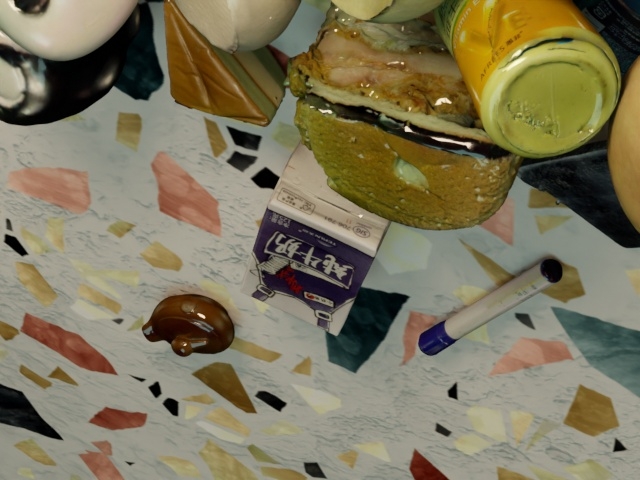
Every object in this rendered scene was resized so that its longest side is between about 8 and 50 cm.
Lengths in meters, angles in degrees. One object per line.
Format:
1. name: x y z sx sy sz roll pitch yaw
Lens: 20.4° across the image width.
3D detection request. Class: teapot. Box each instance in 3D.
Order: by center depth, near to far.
1. teapot: -0.175 0.119 2.339 0.129 0.078 0.098 3 140 32

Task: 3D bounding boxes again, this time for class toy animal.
1. toy animal: -0.279 -0.252 1.779 0.212 0.212 0.267 22 150 6

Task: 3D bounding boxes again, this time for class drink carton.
1. drink carton: -0.001 0.000 2.042 0.134 0.102 0.222 23 149 0

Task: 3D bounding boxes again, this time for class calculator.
1. calculator: 0.303 -0.043 1.767 0.161 0.021 0.261 35 168 -14

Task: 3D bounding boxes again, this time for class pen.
1. pen: 0.195 0.080 2.078 0.033 0.033 0.269 34 146 -13

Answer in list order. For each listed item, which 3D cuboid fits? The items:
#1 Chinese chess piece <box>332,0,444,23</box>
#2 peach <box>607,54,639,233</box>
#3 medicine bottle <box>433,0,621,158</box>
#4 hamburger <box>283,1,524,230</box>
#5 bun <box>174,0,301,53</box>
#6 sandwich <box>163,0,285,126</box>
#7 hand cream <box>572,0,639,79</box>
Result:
1. Chinese chess piece: 0.054 -0.284 1.555 0.188 0.083 0.188 36 136 46
2. peach: 0.388 -0.083 1.499 0.292 0.292 0.247 12 101 21
3. medicine bottle: 0.173 -0.178 1.564 0.124 0.239 0.124 -6 123 -10
4. hamburger: 0.092 -0.114 1.746 0.288 0.167 0.192 20 151 20
5. bun: -0.075 -0.269 1.694 0.173 0.120 0.173 52 161 26
6. sandwich: -0.095 -0.206 1.838 0.113 0.079 0.163 16 144 11
7. hand cream: 0.263 -0.186 1.649 0.120 0.061 0.270 32 152 -6
